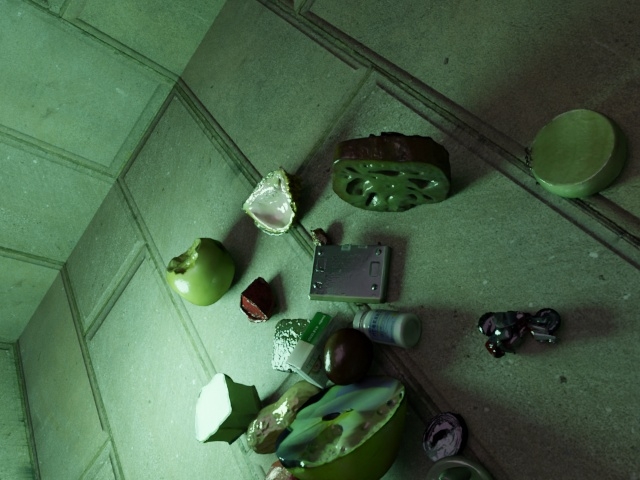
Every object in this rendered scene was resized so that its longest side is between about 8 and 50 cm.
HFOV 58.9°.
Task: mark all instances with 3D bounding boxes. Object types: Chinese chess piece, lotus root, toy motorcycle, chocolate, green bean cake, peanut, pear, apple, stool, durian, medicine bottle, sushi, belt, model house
[{"bbox_3d":[0.651,-0.221,1.447,0.238,0.092,0.237,-17,63,38],"label":"Chinese chess piece"},{"bbox_3d":[0.198,-0.199,1.687,0.390,0.375,0.111,-18,56,51],"label":"lotus root"},{"bbox_3d":[0.494,0.232,1.421,0.213,0.082,0.122,-13,64,41],"label":"toy motorcycle"},{"bbox_3d":[0.074,0.351,1.688,0.177,0.177,0.176,-18,62,38],"label":"chocolate"},{"bbox_3d":[-0.070,0.357,1.902,0.173,0.094,0.181,-8,69,42],"label":"green bean cake"},{"bbox_3d":[-0.113,0.569,1.834,0.313,0.149,0.149,-45,48,18],"label":"peanut"},{"bbox_3d":[0.081,0.549,1.555,0.399,0.399,0.165,-17,101,38],"label":"pear"},{"bbox_3d":[-0.473,0.128,2.274,0.279,0.279,0.279,-18,62,38],"label":"apple"},{"bbox_3d":[0.304,0.627,1.331,0.195,0.199,0.195,-34,69,25],"label":"stool"},{"bbox_3d":[-0.160,-0.121,2.151,0.305,0.186,0.195,-36,71,34],"label":"durian"},{"bbox_3d":[0.195,0.257,1.682,0.187,0.103,0.102,2,75,44],"label":"medicine bottle"},{"bbox_3d":[-0.001,-0.002,2.004,0.060,0.061,0.118,-33,41,-3],"label":"sushi"},{"bbox_3d":[0.328,0.516,1.484,0.105,0.058,0.140,30,92,38],"label":"belt"},{"bbox_3d":[-0.308,0.595,1.967,0.214,0.189,0.195,-50,38,21],"label":"model house"}]

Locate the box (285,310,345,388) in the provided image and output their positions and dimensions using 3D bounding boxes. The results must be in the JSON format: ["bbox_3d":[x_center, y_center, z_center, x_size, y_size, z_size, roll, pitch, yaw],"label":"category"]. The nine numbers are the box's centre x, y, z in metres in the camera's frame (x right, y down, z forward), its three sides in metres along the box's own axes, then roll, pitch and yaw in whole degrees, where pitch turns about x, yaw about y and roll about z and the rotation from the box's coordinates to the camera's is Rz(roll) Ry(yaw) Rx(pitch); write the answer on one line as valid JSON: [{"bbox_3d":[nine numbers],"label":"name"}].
[{"bbox_3d":[-0.001,0.341,1.772,0.081,0.135,0.199,9,59,45],"label":"box"}]

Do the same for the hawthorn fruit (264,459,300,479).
[{"bbox_3d":[-0.050,0.724,1.669,0.253,0.205,0.205,-35,52,20],"label":"hawthorn fruit"}]

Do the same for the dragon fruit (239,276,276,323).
[{"bbox_3d":[-0.221,0.236,2.117,0.161,0.120,0.127,40,60,20],"label":"dragon fruit"}]

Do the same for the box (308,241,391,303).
[{"bbox_3d":[0.092,0.102,1.843,0.270,0.045,0.210,1,74,30],"label":"box"}]
